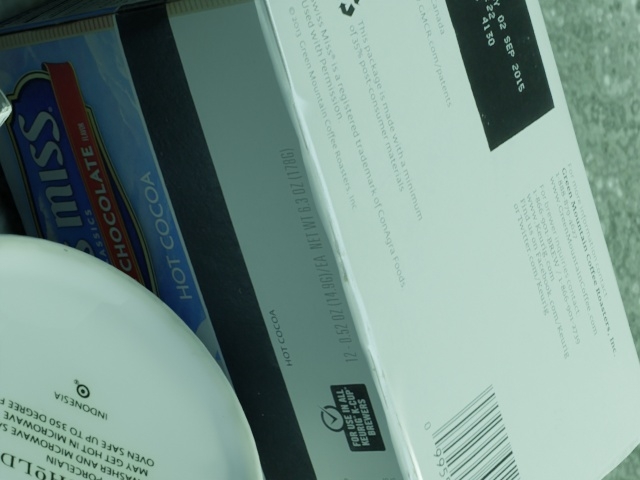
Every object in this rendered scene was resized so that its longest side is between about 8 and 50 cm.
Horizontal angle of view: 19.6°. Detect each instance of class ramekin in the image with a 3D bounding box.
[{"bbox_3d":[-0.147,0.117,0.879,0.273,0.127,0.273,29,39,-26],"label":"ramekin"}]

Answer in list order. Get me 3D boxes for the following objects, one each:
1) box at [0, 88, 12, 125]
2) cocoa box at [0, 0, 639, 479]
[{"bbox_3d":[-0.316,-0.079,0.751,0.307,0.076,0.242,-33,84,-41],"label":"box"},{"bbox_3d":[0.000,0.000,1.034,0.231,0.228,0.347,-34,112,-46],"label":"cocoa box"}]
